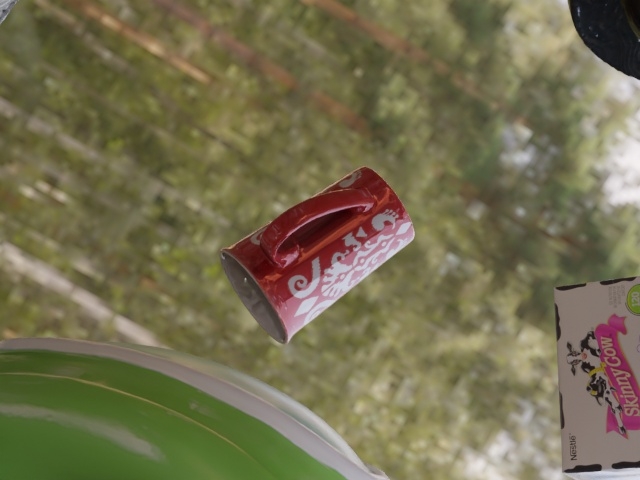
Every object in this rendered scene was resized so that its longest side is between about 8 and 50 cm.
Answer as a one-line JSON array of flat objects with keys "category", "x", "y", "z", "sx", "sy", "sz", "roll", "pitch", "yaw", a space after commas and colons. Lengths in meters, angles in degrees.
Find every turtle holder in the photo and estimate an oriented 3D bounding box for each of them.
[{"category": "turtle holder", "x": -0.108, "y": 0.154, "z": 0.761, "sx": 0.320, "sy": 0.243, "sz": 0.227, "roll": -8, "pitch": -171, "yaw": 18}]

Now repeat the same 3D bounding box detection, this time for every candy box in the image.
[{"category": "candy box", "x": 0.299, "y": 0.112, "z": 1.632, "sx": 0.196, "sy": 0.070, "sz": 0.165, "roll": -8, "pitch": -108, "yaw": 23}]

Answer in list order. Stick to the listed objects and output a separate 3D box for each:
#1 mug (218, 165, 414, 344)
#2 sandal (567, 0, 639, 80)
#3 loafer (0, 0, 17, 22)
[{"category": "mug", "x": 0.005, "y": 0.008, "z": 1.916, "sx": 0.169, "sy": 0.113, "sz": 0.150, "roll": -34, "pitch": -176, "yaw": -15}, {"category": "sandal", "x": 0.259, "y": -0.201, "z": 1.268, "sx": 0.446, "sy": 0.167, "sz": 0.107, "roll": 92, "pitch": -5, "yaw": -64}, {"category": "loafer", "x": -0.211, "y": -0.184, "z": 1.164, "sx": 0.319, "sy": 0.112, "sz": 0.111, "roll": -58, "pitch": -135, "yaw": 32}]
